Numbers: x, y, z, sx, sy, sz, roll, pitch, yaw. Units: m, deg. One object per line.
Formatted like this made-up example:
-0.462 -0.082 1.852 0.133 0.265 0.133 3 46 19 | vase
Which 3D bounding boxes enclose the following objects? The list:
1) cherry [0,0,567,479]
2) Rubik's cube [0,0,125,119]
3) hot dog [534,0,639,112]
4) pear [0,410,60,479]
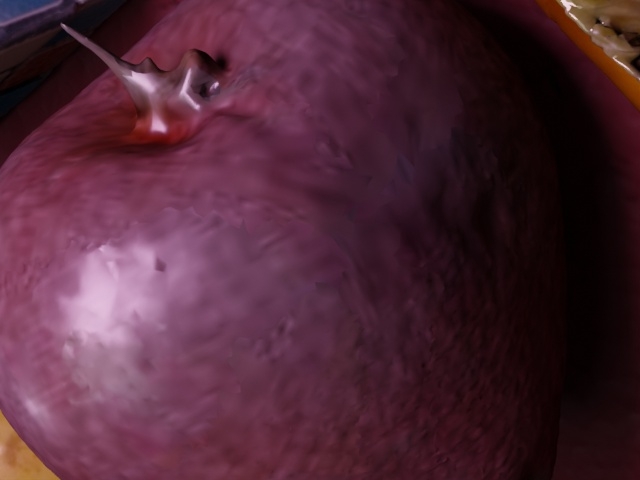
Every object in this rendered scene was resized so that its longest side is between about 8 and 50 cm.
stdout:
-0.007 0.019 0.577 0.307 0.261 0.221 50 160 -21 | cherry
-0.292 -0.159 0.710 0.256 0.253 0.259 -26 97 45 | Rubik's cube
0.102 -0.152 0.492 0.337 0.100 0.135 50 136 5 | hot dog
-0.161 0.132 0.755 0.281 0.281 0.281 19 125 31 | pear
